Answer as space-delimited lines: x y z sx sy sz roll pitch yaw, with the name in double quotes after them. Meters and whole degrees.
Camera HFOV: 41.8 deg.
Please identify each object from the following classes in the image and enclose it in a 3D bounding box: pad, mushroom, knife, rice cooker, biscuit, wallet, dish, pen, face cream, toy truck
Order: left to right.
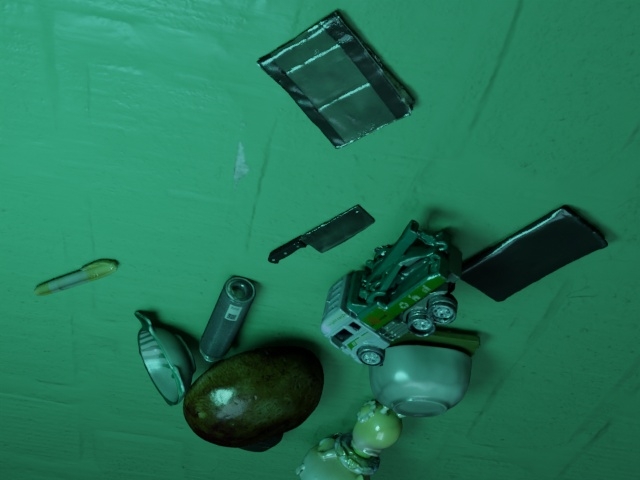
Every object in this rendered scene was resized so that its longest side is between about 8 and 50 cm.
-0.543 0.082 1.845 0.234 0.032 0.040 -16 112 23 "pen"
-0.356 0.269 1.974 0.224 0.078 0.246 19 128 53 "dish"
-0.218 0.189 1.905 0.073 0.073 0.283 15 138 -12 "face cream"
-0.181 0.498 2.227 0.165 0.112 0.106 20 143 -16 "rice cooker"
-0.147 0.367 1.980 0.345 0.345 0.239 -34 88 36 "mushroom"
0.000 0.000 1.712 0.245 0.019 0.072 -27 131 29 "knife"
0.029 -0.261 1.411 0.174 0.022 0.233 -25 130 31 "pad"
0.150 0.105 1.717 0.178 0.176 0.363 32 132 -16 "toy truck"
0.203 0.227 1.936 0.323 0.038 0.099 7 144 -2 "biscuit"
0.233 0.341 1.971 0.256 0.117 0.256 3 152 2 "dish"
0.425 0.033 1.704 0.146 0.030 0.285 35 130 -26 "wallet"

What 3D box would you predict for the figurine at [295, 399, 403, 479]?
0.104 0.582 2.212 0.227 0.274 0.394 21 118 -23 "figurine"
